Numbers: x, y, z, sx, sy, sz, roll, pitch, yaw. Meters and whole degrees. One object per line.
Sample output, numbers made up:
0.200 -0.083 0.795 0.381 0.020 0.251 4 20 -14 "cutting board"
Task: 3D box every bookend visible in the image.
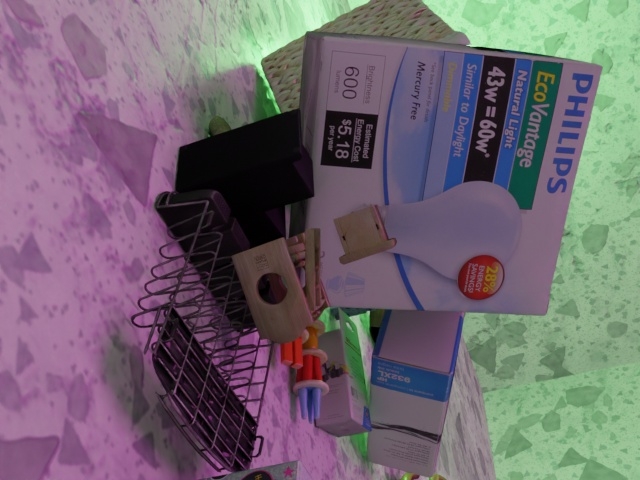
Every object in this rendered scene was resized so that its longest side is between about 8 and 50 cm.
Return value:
-0.068 -0.063 0.822 0.156 0.157 0.072 55 25 -50 "bookend"

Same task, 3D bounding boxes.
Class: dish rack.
-0.112 0.090 0.684 0.271 0.074 0.208 -84 152 -50 "dish rack"

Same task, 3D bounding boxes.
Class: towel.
-0.102 -0.094 0.922 0.110 0.027 0.148 57 -3 42 "towel"

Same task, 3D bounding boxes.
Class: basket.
0.105 -0.218 1.222 0.328 0.331 0.266 59 4 -46 "basket"

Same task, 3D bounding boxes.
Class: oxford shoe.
0.152 0.216 1.521 0.227 0.082 0.096 56 43 -49 "oxford shoe"

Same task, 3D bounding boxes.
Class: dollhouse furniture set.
0.016 0.032 0.747 0.182 0.161 0.101 -19 89 -79 "dollhouse furniture set"

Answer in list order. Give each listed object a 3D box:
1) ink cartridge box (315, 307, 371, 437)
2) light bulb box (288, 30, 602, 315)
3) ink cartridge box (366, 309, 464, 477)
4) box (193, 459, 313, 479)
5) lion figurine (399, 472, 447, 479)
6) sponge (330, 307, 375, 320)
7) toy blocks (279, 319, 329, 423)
0.028 0.211 1.075 0.104 0.061 0.181 51 28 -57 "ink cartridge box"
0.149 -0.099 0.959 0.225 0.361 0.358 -109 -157 -69 "light bulb box"
0.167 0.227 1.171 0.223 0.129 0.307 -67 163 -45 "ink cartridge box"
-0.036 0.332 0.574 0.163 0.142 0.247 -83 154 -54 "box"
0.185 0.564 1.214 0.240 0.142 0.392 45 18 -47 "lion figurine"
0.088 0.076 1.318 0.210 0.117 0.031 -74 143 -63 "sponge"
-0.028 0.167 0.935 0.123 0.054 0.148 58 22 -48 "toy blocks"
